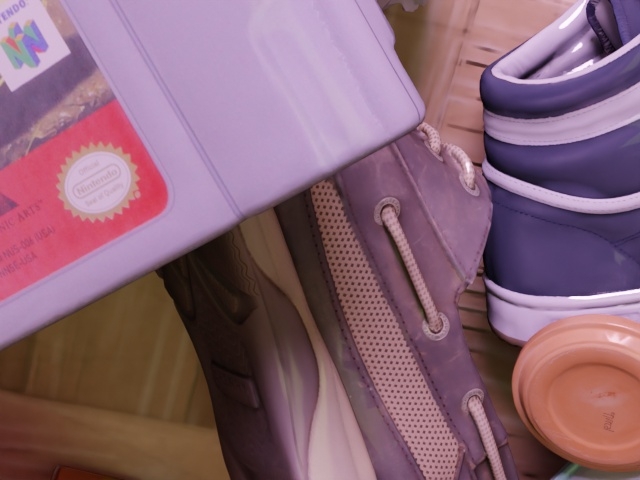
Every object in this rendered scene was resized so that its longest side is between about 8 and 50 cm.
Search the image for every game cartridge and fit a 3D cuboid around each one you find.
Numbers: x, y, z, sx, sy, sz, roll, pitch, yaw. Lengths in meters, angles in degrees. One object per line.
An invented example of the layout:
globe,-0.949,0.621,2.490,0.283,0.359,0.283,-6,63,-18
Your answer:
game cartridge,-0.132,-0.061,0.420,0.294,0.060,0.196,-27,94,27

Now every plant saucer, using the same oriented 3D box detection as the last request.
plant saucer,0.126,0.071,0.521,0.083,0.013,0.084,12,125,17

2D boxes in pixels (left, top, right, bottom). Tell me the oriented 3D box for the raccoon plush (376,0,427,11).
raccoon plush,0.017,-0.342,0.393,0.299,0.216,0.446,-39,139,-5

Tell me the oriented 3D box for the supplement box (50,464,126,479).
supplement box,-0.036,0.191,0.600,0.233,0.080,0.078,18,110,-10

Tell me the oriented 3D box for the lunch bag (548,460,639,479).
lunch bag,0.227,0.193,0.532,0.224,0.279,0.108,-48,151,9

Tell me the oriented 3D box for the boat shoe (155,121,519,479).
boat shoe,0.000,0.000,0.522,0.130,0.132,0.356,-23,108,-24

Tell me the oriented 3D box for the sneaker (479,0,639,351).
sneaker,0.205,-0.048,0.521,0.282,0.099,0.153,-11,113,2
